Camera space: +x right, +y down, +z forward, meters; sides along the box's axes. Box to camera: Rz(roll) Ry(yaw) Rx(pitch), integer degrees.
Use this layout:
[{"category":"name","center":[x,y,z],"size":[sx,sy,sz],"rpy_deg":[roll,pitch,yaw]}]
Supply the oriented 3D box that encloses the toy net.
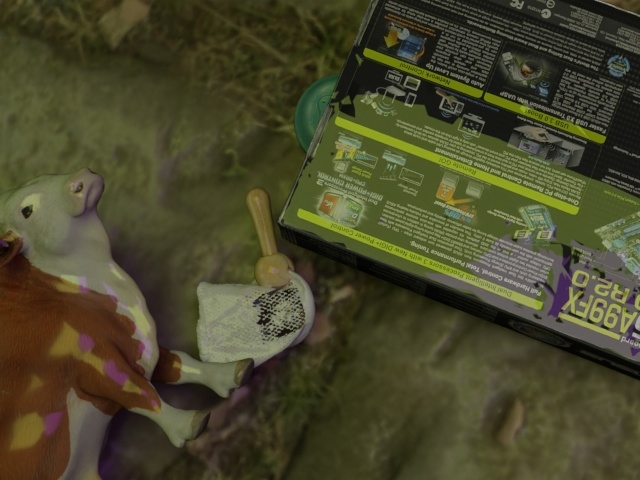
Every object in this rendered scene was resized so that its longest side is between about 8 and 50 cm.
[{"category":"toy net","center":[0.000,0.000,1.027],"size":[0.122,0.045,0.232],"rpy_deg":[27,86,6]}]

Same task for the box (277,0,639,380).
[{"category":"box","center":[0.136,-0.054,0.970],"size":[0.270,0.060,0.216],"rpy_deg":[21,81,7]}]

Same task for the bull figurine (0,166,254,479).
[{"category":"bull figurine","center":[-0.164,0.110,0.976],"size":[0.188,0.101,0.310],"rpy_deg":[25,101,12]}]
